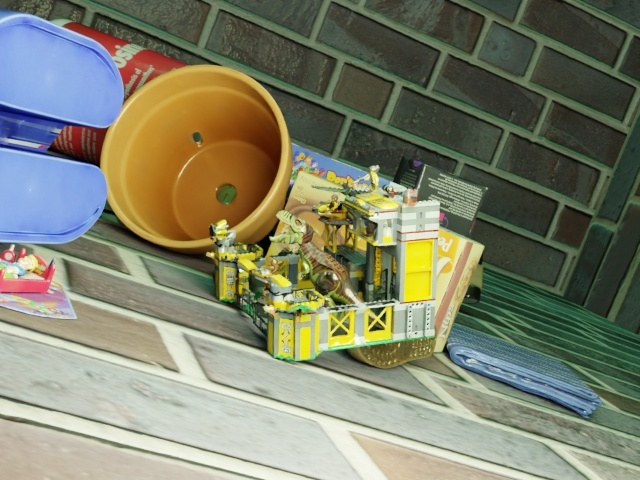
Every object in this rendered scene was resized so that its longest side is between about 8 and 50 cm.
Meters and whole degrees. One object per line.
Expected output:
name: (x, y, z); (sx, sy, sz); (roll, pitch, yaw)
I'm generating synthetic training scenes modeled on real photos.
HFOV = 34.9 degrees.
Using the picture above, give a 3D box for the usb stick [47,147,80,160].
usb stick: (-0.406, -0.128, 2.010); (0.278, 0.045, 0.077); (18, 5, -30)

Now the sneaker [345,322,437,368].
sneaker: (0.070, 0.128, 1.333); (0.086, 0.064, 0.192); (7, 1, 37)

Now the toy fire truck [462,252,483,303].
toy fire truck: (0.216, 0.053, 2.286); (0.246, 0.159, 0.217); (-12, -24, 43)

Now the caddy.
caddy: (-0.353, -0.119, 1.043); (0.179, 0.241, 0.341); (12, 2, 18)

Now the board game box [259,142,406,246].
board game box: (-0.002, -0.048, 1.899); (0.233, 0.078, 0.347); (21, -20, -5)

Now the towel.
towel: (0.311, 0.203, 1.670); (0.243, 0.040, 0.336); (20, 3, 2)

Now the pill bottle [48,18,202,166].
pill bottle: (-0.403, -0.256, 1.817); (0.407, 0.229, 0.229); (21, 5, 7)

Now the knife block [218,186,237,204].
knife block: (-0.313, -0.143, 2.192); (0.275, 0.088, 0.242); (31, -14, -18)

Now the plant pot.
plant pot: (-0.173, -0.101, 1.602); (0.290, 0.291, 0.203); (23, -11, 16)

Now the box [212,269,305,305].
box: (-0.082, 0.069, 1.436); (0.137, 0.027, 0.094); (20, 4, -10)

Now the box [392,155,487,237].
box: (0.196, -0.012, 2.019); (0.143, 0.270, 0.165); (20, 6, -14)

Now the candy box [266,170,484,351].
candy box: (0.076, 0.030, 1.606); (0.316, 0.183, 0.087); (24, 7, 28)

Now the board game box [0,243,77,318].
board game box: (-0.299, 0.027, 0.980); (0.133, 0.033, 0.168); (20, 5, -24)

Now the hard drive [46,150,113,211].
hard drive: (-0.418, -0.104, 1.729); (0.233, 0.047, 0.353); (26, 7, 40)

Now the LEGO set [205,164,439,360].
LEGO set: (0.000, 0.000, 1.236); (0.254, 0.192, 0.331); (-3, 15, -14)
